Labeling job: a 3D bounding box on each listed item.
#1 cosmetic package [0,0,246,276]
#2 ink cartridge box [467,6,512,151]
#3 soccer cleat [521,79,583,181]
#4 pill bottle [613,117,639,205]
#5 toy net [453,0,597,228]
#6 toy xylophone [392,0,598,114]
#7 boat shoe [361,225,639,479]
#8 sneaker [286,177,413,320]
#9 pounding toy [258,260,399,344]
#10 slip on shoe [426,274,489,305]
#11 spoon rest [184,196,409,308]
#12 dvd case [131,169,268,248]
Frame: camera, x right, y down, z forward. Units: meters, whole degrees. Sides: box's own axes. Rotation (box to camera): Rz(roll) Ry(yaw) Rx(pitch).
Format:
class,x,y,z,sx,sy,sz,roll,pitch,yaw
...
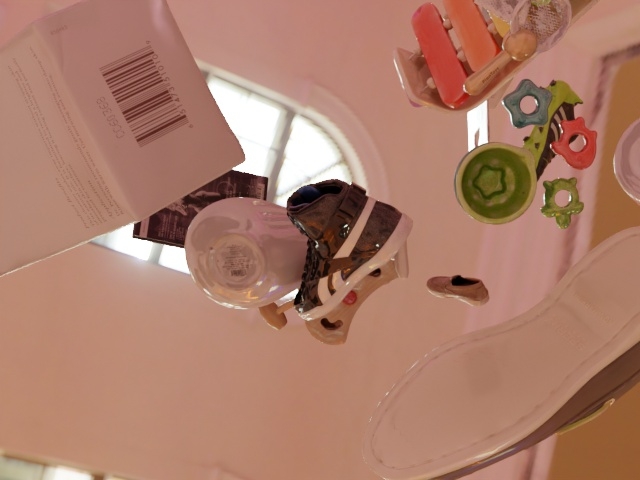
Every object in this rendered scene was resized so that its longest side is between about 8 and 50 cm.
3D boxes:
class,x,y,z,sx,sy,sz,roll,pitch,yaw
cosmetic package,-0.278,-0.106,1.222,0.156,0.217,0.385,-33,-167,-36
ink cartridge box,0.302,-0.268,2.029,0.275,0.060,0.239,80,7,-84
soccer cleat,0.323,-0.143,1.590,0.060,0.072,0.179,-19,-136,59
pill bottle,0.404,-0.062,1.254,0.108,0.193,0.108,-11,-112,30
toy net,0.179,-0.127,0.942,0.045,0.122,0.232,-110,-154,-83
toy xylophone,0.222,-0.300,1.418,0.323,0.081,0.236,-47,-144,19
boat shoe,0.173,0.108,0.899,0.305,0.091,0.109,-34,-133,-7
sneaker,0.000,0.000,1.268,0.217,0.121,0.079,-44,-166,47
pounding toy,0.034,0.113,2.101,0.269,0.154,0.155,-31,-161,1
slip on shoe,0.234,0.077,1.970,0.051,0.041,0.135,-33,-151,-25
spoon rest,-0.028,0.015,1.338,0.084,0.276,0.137,-44,131,-70
dvd case,-0.201,-0.057,1.935,0.018,0.221,0.165,134,-35,-59
